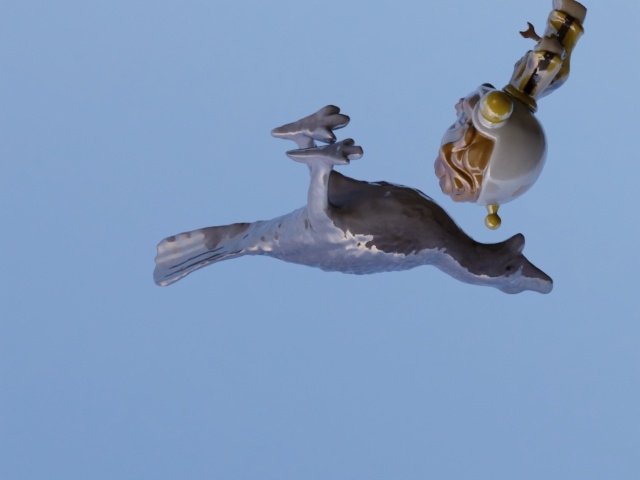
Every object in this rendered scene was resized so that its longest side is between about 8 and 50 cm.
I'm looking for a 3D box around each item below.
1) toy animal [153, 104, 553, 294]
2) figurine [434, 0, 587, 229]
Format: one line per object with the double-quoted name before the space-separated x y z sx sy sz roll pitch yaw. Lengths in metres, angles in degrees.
"toy animal" 0.012 -0.022 1.182 0.367 0.206 0.081 2 -129 11
"figurine" 0.123 -0.084 0.882 0.068 0.101 0.143 29 -113 4
